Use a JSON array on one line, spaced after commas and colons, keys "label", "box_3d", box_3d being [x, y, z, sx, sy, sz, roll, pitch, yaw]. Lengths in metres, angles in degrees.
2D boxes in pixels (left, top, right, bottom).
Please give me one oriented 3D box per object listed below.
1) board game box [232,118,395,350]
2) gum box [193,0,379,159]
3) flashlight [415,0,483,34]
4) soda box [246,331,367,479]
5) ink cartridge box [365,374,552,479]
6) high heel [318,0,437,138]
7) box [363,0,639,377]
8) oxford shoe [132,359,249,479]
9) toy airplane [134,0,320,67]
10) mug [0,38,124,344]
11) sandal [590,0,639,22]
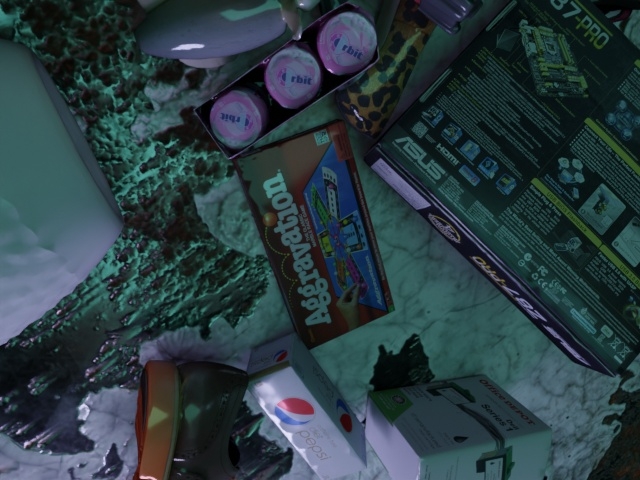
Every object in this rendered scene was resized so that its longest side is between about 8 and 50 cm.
[{"label": "board game box", "box_3d": [0.000, 0.000, 0.657, 0.145, 0.027, 0.281, -22, 112, -11]}, {"label": "gum box", "box_3d": [-0.025, -0.169, 0.513, 0.188, 0.107, 0.062, -29, 108, 17]}, {"label": "flashlight", "box_3d": [0.046, -0.334, 0.479, 0.304, 0.103, 0.103, 42, 127, 1]}, {"label": "soda box", "box_3d": [-0.015, 0.233, 0.687, 0.074, 0.069, 0.216, -25, 114, 15]}, {"label": "ink cartridge box", "box_3d": [0.199, 0.289, 0.743, 0.220, 0.160, 0.092, -3, 107, -20]}, {"label": "high heel", "box_3d": [0.131, -0.240, 0.599, 0.261, 0.093, 0.186, -18, 114, -7]}, {"label": "box", "box_3d": [0.302, -0.084, 0.617, 0.395, 0.097, 0.318, 42, 86, -3]}, {"label": "oxford shoe", "box_3d": [-0.168, 0.316, 0.627, 0.133, 0.130, 0.363, 3, 114, -24]}, {"label": "toy airplane", "box_3d": [-0.102, -0.250, 0.296, 0.272, 0.386, 0.384, 50, 126, 9]}, {"label": "mug", "box_3d": [-0.363, -0.057, 0.370, 0.328, 0.276, 0.373, -26, 118, -15]}, {"label": "sandal", "box_3d": [0.389, -0.311, 0.684, 0.179, 0.067, 0.040, -7, 119, -20]}]
